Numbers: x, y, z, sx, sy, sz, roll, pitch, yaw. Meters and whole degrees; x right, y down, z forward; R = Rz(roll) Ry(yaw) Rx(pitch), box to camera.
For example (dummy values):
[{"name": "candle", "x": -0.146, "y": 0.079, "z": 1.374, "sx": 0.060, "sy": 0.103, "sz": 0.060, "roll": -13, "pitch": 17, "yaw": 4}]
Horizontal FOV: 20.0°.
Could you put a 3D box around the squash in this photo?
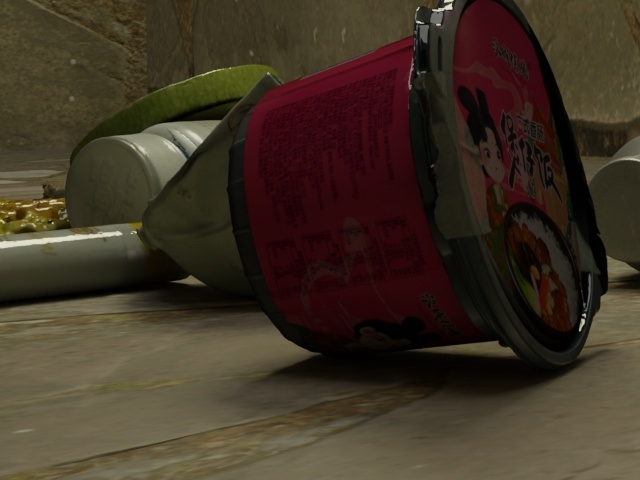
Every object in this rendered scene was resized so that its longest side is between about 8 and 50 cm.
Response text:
[{"name": "squash", "x": -0.155, "y": -0.114, "z": 1.952, "sx": 0.252, "sy": 0.049, "sz": 0.252, "roll": -22, "pitch": -11, "yaw": -5}]

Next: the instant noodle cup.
[{"name": "instant noodle cup", "x": 0.053, "y": -0.028, "z": 1.193, "sx": 0.182, "sy": 0.258, "sz": 0.302, "roll": -13, "pitch": -44, "yaw": 25}]

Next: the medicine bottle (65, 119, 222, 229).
[{"name": "medicine bottle", "x": -0.125, "y": -0.051, "z": 1.826, "sx": 0.143, "sy": 0.143, "sz": 0.258, "roll": 4, "pitch": 6, "yaw": 37}]

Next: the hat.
[{"name": "hat", "x": 0.008, "y": -0.007, "z": 1.545, "sx": 0.301, "sy": 0.168, "sz": 0.258, "roll": 23, "pitch": -7, "yaw": 1}]

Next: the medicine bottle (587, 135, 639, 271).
[{"name": "medicine bottle", "x": 0.325, "y": -0.034, "z": 1.643, "sx": 0.135, "sy": 0.135, "sz": 0.215, "roll": 3, "pitch": 7, "yaw": 35}]

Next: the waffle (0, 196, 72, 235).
[{"name": "waffle", "x": -0.368, "y": -0.018, "z": 1.980, "sx": 0.281, "sy": 0.060, "sz": 0.262, "roll": 2, "pitch": 3, "yaw": 16}]

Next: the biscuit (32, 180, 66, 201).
[{"name": "biscuit", "x": -0.226, "y": -0.041, "z": 2.165, "sx": 0.239, "sy": 0.061, "sz": 0.108, "roll": 3, "pitch": 7, "yaw": 39}]

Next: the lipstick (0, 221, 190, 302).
[{"name": "lipstick", "x": -0.224, "y": 0.019, "z": 1.560, "sx": 0.264, "sy": 0.059, "sz": 0.059, "roll": -7, "pitch": 8, "yaw": -42}]
